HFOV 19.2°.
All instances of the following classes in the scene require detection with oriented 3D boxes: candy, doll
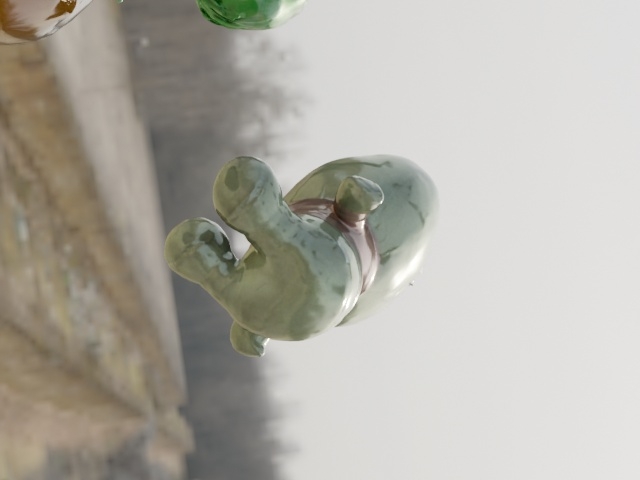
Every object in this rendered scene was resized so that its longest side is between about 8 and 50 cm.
[{"bbox_3d":[-0.162,-0.194,1.404,0.097,0.323,0.097,175,-90,-82],"label":"candy"},{"bbox_3d":[0.007,0.009,1.279,0.113,0.155,0.275,48,22,18],"label":"doll"}]

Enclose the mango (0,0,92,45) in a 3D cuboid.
[{"bbox_3d":[-0.187,-0.196,1.109,0.249,0.156,0.151,-93,165,-62],"label":"mango"}]
